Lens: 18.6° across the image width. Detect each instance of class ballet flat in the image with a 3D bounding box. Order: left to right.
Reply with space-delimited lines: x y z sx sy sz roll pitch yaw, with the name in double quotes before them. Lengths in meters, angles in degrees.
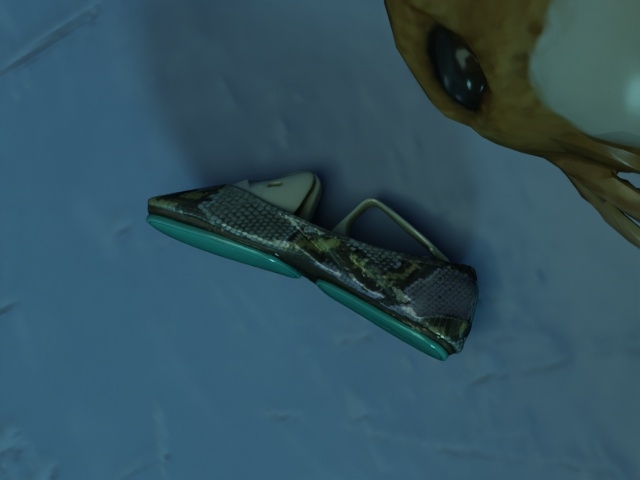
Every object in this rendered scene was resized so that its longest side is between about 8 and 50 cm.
"ballet flat" 0.000 0.000 0.632 0.114 0.041 0.041 24 107 14

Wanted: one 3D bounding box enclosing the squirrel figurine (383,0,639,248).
"squirrel figurine" 0.207 -0.127 0.420 0.370 0.397 0.281 7 145 44
